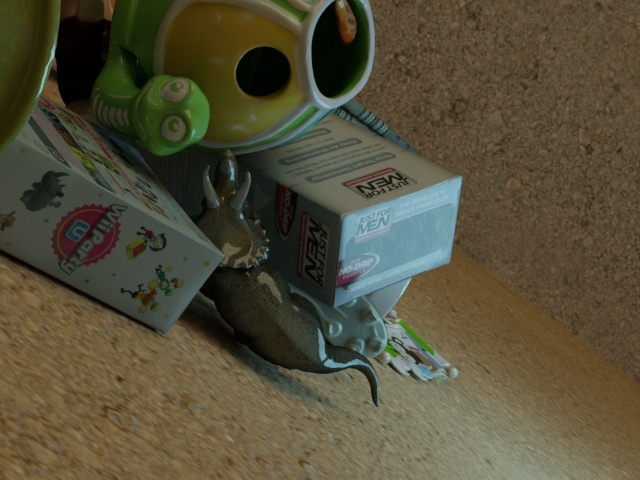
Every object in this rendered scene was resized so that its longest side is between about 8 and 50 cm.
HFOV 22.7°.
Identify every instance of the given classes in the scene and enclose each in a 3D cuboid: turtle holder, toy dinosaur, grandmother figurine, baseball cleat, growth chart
[{"bbox_3d":[-0.092,-0.201,1.586,0.227,0.243,0.320,9,4,30],"label":"turtle holder"},{"bbox_3d":[-0.056,0.065,1.560,0.313,0.121,0.160,59,2,-12],"label":"toy dinosaur"},{"bbox_3d":[-0.245,-0.221,1.688,0.104,0.342,0.208,0,-14,-4],"label":"grandmother figurine"},{"bbox_3d":[-0.009,0.059,1.873,0.206,0.072,0.109,40,1,-13],"label":"baseball cleat"},{"bbox_3d":[0.092,0.130,2.087,0.172,0.021,0.237,42,11,30],"label":"growth chart"}]

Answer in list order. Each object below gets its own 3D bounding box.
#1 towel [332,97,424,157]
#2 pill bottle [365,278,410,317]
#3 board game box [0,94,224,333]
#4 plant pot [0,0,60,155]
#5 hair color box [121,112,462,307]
[{"bbox_3d":[-0.031,-0.092,2.034,0.324,0.056,0.312,39,-36,-14],"label":"towel"},{"bbox_3d":[0.000,0.000,1.984,0.229,0.131,0.131,34,9,-9],"label":"pill bottle"},{"bbox_3d":[-0.256,-0.062,1.389,0.303,0.097,0.224,30,11,-39],"label":"board game box"},{"bbox_3d":[-0.361,-0.166,1.062,0.276,0.276,0.254,41,21,22],"label":"plant pot"},{"bbox_3d":[-0.046,-0.071,1.767,0.185,0.114,0.374,-19,36,-40],"label":"hair color box"}]
